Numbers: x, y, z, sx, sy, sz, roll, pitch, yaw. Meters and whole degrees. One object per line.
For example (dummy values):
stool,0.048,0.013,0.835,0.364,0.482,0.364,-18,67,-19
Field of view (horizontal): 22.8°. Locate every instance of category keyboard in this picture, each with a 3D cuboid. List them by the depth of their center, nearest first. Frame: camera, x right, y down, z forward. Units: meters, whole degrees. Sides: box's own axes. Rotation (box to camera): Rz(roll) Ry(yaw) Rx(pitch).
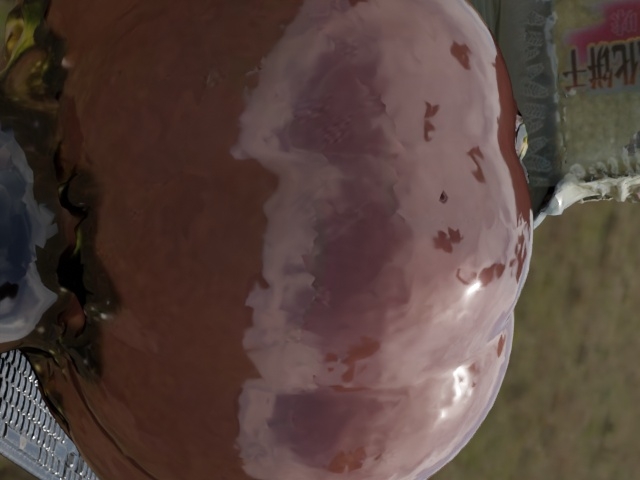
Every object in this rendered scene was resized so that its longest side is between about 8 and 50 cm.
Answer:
keyboard,-0.140,0.089,0.809,0.198,0.010,0.063,67,27,-69

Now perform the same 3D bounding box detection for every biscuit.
biscuit,0.230,-0.092,0.920,0.079,0.309,0.186,25,63,-72

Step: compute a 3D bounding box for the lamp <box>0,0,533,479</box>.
lamp,-0.051,-0.016,0.683,0.305,0.239,0.305,175,-90,-68
